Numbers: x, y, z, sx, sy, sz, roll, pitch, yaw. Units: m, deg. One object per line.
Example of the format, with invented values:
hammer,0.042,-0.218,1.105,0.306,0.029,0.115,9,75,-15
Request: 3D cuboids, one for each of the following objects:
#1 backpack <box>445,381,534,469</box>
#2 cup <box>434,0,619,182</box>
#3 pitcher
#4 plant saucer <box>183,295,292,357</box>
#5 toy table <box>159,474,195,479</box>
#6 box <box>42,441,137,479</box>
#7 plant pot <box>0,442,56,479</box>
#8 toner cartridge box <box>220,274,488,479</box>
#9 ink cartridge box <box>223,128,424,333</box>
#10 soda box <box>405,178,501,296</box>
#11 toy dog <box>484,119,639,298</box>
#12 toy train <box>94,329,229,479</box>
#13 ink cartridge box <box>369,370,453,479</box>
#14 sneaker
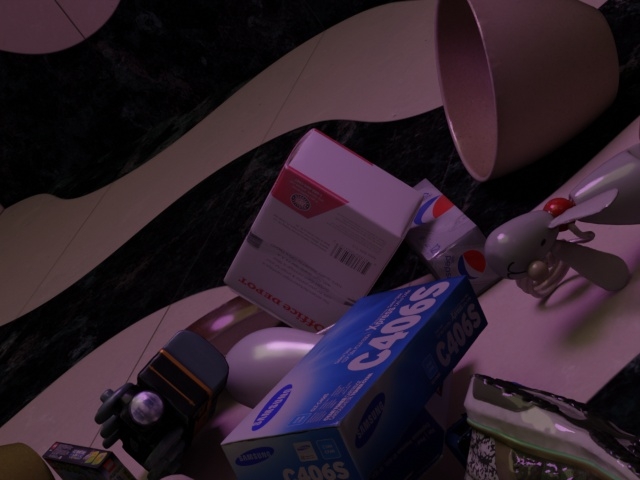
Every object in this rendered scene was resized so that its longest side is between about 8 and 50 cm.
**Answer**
backpack,0.209,0.220,1.560,0.120,0.098,0.101,-41,17,-8
cup,0.344,-0.278,2.193,0.237,0.331,0.331,-11,19,-7
pitcher,-0.028,0.176,2.028,0.207,0.125,0.178,-12,21,29
plant saucer,-0.138,0.159,2.274,0.311,0.050,0.310,-28,12,7
toy table,-0.072,0.362,1.546,0.161,0.252,0.274,-18,7,3
box,-0.349,0.373,2.111,0.036,0.114,0.207,-48,22,-27
plant pot,-0.567,0.454,2.138,0.293,0.274,0.275,-30,13,-36
toner cartridge box,0.048,0.160,1.544,0.165,0.075,0.348,-16,16,35
ink cartridge box,0.000,0.000,2.073,0.283,0.207,0.117,-59,0,43
soda box,0.188,-0.002,2.083,0.091,0.098,0.286,-36,19,1
toy dog,0.390,-0.026,1.726,0.334,0.220,0.161,-43,52,2
toy train,-0.228,0.254,2.014,0.190,0.142,0.334,-46,-9,-18
ink cartridge box,0.086,0.222,1.675,0.176,0.069,0.371,-46,9,19
sneaker,0.273,0.278,1.341,0.410,0.158,0.182,28,102,60
